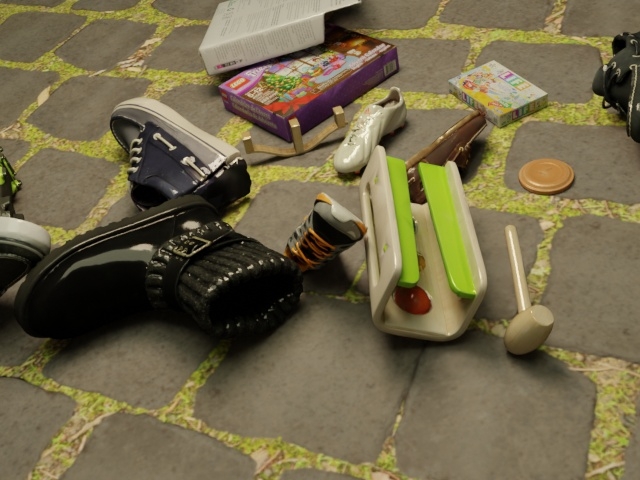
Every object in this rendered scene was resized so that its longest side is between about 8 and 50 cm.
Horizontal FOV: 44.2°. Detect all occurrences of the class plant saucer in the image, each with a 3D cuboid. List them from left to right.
[{"bbox_3d":[0.352,-0.103,1.231,0.084,0.013,0.083,-6,42,6],"label":"plant saucer"}]

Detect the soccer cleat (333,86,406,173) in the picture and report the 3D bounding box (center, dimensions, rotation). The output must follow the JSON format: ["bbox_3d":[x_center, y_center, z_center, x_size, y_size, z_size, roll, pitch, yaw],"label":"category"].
[{"bbox_3d":[0.081,-0.189,1.346,0.068,0.076,0.196,20,51,32],"label":"soccer cleat"}]

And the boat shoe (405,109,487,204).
[{"bbox_3d":[0.202,-0.132,1.268,0.207,0.073,0.073,-39,85,-23],"label":"boat shoe"}]

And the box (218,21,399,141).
[{"bbox_3d":[-0.021,-0.314,1.523,0.293,0.057,0.201,-37,46,-25],"label":"box"}]

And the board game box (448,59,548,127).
[{"bbox_3d":[0.315,-0.264,1.408,0.103,0.026,0.154,-26,43,-15],"label":"board game box"}]

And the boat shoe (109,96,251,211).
[{"bbox_3d":[-0.288,-0.137,1.339,0.341,0.127,0.158,26,47,34],"label":"boat shoe"}]

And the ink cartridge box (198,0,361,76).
[{"bbox_3d":[-0.071,-0.463,1.634,0.330,0.071,0.324,-12,31,9],"label":"ink cartridge box"}]

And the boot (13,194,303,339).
[{"bbox_3d":[-0.224,0.073,1.092,0.348,0.131,0.260,-32,45,-21],"label":"boot"}]

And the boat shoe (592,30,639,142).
[{"bbox_3d":[0.504,-0.261,1.284,0.113,0.127,0.340,7,44,23],"label":"boat shoe"}]

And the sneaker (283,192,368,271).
[{"bbox_3d":[0.000,0.000,1.098,0.084,0.215,0.083,40,72,0],"label":"sneaker"}]

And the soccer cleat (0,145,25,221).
[{"bbox_3d":[-0.589,-0.073,1.375,0.121,0.093,0.289,-23,42,-5],"label":"soccer cleat"}]

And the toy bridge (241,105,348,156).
[{"bbox_3d":[-0.041,-0.181,1.377,0.188,0.063,0.026,-16,42,-6],"label":"toy bridge"}]

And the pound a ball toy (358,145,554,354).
[{"bbox_3d":[0.165,0.027,1.073,0.208,0.135,0.319,10,40,-12],"label":"pound a ball toy"}]

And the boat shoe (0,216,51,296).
[{"bbox_3d":[-0.516,0.064,1.158,0.335,0.121,0.119,-21,53,35],"label":"boat shoe"}]
